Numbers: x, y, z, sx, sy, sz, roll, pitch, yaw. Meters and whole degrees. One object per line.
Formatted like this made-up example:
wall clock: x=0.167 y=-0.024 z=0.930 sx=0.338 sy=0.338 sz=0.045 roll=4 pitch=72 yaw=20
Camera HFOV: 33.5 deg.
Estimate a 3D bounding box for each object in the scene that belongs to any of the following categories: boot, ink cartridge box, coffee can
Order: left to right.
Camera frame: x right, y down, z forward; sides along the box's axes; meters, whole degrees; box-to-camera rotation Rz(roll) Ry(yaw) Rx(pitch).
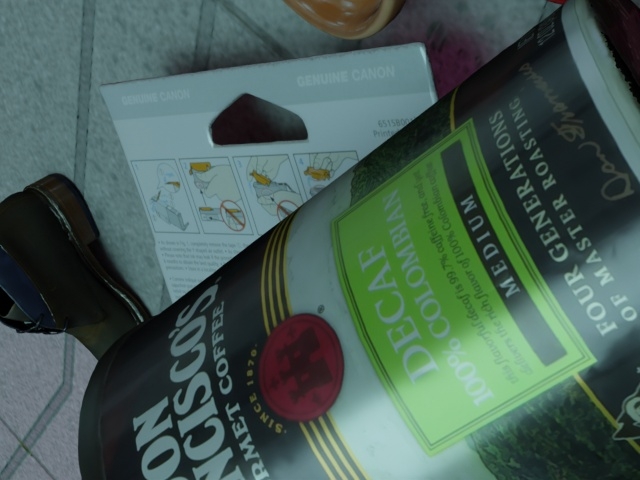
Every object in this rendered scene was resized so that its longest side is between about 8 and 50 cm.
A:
boot: x=-0.211 y=0.065 z=0.864 sx=0.082 sy=0.106 sz=0.219 roll=-22 pitch=98 yaw=49
ink cartridge box: x=0.000 y=0.000 z=0.655 sx=0.275 sy=0.060 sz=0.238 roll=2 pitch=114 yaw=43
coffee can: x=0.062 y=0.054 z=0.456 sx=0.275 sy=0.201 sz=0.201 roll=-37 pitch=87 yaw=26

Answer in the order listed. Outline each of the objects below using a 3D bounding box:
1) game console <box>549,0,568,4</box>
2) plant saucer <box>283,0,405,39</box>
game console: x=0.099 y=-0.311 z=0.373 sx=0.386 sy=0.060 sz=0.342 roll=54 pitch=136 yaw=2
plant saucer: x=-0.015 y=-0.192 z=0.514 sx=0.200 sy=0.037 sz=0.200 roll=49 pitch=164 yaw=20
